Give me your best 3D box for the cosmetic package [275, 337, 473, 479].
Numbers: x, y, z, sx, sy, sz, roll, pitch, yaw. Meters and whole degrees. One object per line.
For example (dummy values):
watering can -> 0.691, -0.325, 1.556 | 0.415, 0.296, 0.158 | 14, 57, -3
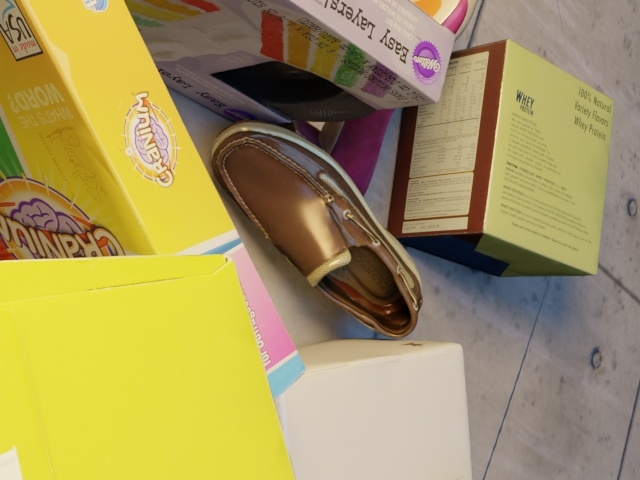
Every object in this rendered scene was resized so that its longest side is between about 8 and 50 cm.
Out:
cosmetic package -> 0.012, 0.324, 0.954 | 0.230, 0.161, 0.453 | -4, 91, -44

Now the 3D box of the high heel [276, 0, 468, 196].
high heel -> 0.064, -0.121, 0.995 | 0.117, 0.244, 0.082 | 31, 27, -32

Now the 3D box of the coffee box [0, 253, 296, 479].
coffee box -> -0.222, 0.222, 0.555 | 0.338, 0.334, 0.337 | 0, 66, -44

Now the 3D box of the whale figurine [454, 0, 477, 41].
whale figurine -> 0.015, -0.257, 1.031 | 0.272, 0.141, 0.216 | -4, 106, -21

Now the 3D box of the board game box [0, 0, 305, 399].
board game box -> -0.169, -0.027, 0.747 | 0.064, 0.242, 0.316 | -40, 114, -36

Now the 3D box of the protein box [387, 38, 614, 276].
protein box -> 0.196, -0.079, 1.169 | 0.200, 0.136, 0.201 | 18, 76, -41

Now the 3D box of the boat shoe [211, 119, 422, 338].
boat shoe -> 0.006, -0.005, 0.981 | 0.257, 0.095, 0.095 | 39, 23, -25

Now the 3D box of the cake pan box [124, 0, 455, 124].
cake pan box -> -0.065, -0.173, 0.854 | 0.267, 0.246, 0.070 | 27, 74, -41
